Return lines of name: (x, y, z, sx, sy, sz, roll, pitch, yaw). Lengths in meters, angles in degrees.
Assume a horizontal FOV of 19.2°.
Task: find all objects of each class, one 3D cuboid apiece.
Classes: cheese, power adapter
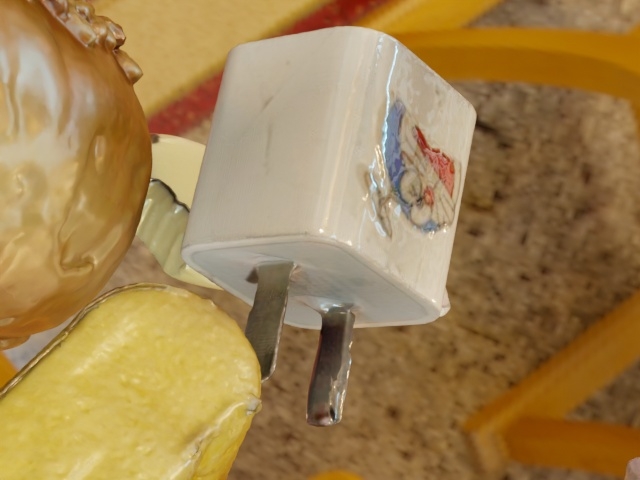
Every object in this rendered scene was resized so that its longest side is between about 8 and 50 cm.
cheese: (-0.020, 0.004, 1.321, 0.255, 0.127, 0.050, 20, 122, -21)
power adapter: (0.000, 0.000, 1.083, 0.130, 0.125, 0.205, 34, 59, -46)

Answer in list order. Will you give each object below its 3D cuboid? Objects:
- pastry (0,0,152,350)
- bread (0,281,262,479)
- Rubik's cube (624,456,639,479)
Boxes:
pastry: (-0.298, -0.068, 1.098, 0.410, 0.409, 0.245, 10, 80, -37)
bread: (-0.122, 0.118, 0.797, 0.245, 0.102, 0.094, -48, 169, -39)
Rubik's cube: (0.186, 0.260, 0.728, 0.358, 0.387, 0.368, -2, 136, -11)
